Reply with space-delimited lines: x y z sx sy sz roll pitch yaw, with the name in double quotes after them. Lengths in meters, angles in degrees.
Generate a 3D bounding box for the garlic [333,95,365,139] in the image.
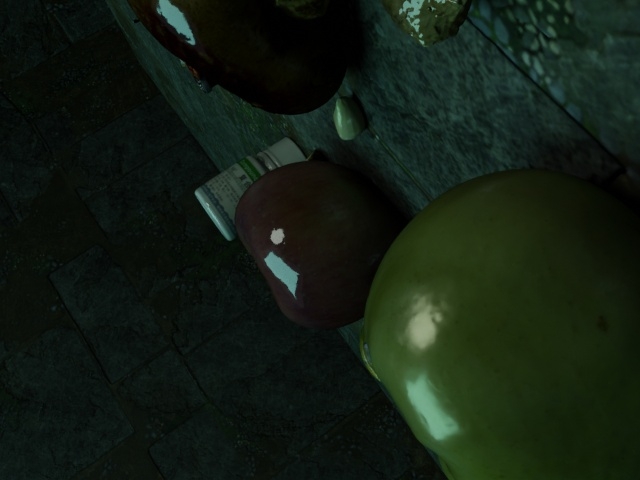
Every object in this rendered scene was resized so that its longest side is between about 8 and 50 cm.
0.037 -0.169 0.828 0.053 0.041 0.083 60 178 1 "garlic"

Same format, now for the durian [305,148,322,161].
-0.020 -0.138 1.137 0.052 0.066 0.130 57 180 -6 "durian"

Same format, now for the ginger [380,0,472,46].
0.065 -0.224 0.434 0.096 0.067 0.165 163 85 -80 "ginger"

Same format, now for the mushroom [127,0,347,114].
-0.093 -0.255 0.670 0.297 0.163 0.278 27 -177 -38 "mushroom"

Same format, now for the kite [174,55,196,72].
-0.248 -0.455 0.938 0.204 0.022 0.360 35 138 50 "kite"

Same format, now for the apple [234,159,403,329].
0.000 0.000 0.993 0.305 0.235 0.305 58 171 15 "apple"

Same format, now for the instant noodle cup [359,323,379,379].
0.176 0.189 0.994 0.182 0.182 0.144 47 176 42 "instant noodle cup"

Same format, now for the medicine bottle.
-0.139 -0.114 1.275 0.139 0.237 0.139 54 170 14 "medicine bottle"

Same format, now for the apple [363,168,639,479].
0.165 0.076 0.472 0.262 0.262 0.262 53 170 13 "apple"

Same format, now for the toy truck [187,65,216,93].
-0.219 -0.387 1.128 0.114 0.108 0.252 53 170 5 "toy truck"
